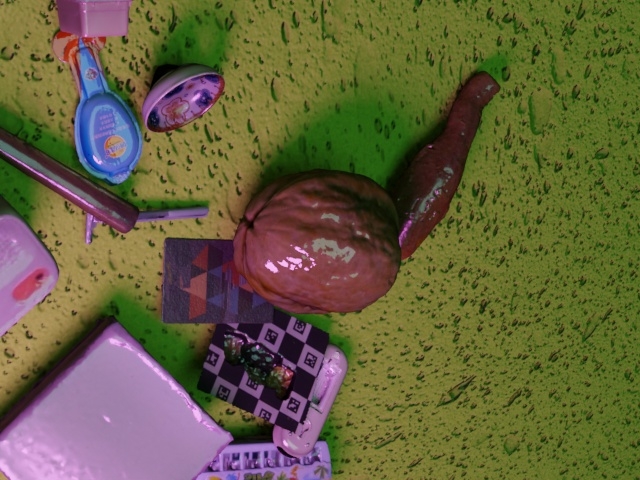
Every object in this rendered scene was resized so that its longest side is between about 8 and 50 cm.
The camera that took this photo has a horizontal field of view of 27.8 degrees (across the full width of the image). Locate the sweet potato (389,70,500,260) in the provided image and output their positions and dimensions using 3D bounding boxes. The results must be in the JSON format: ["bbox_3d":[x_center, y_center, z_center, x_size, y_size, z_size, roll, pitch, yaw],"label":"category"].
[{"bbox_3d":[0.208,-0.133,2.283,0.109,0.109,0.385,31,86,-35],"label":"sweet potato"}]

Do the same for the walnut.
[{"bbox_3d":[0.000,0.000,2.114,0.282,0.227,0.283,-12,120,-21],"label":"walnut"}]

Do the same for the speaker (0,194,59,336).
[{"bbox_3d":[-0.567,0.102,1.811,0.406,0.184,0.183,-42,122,-15],"label":"speaker"}]

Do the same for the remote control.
[{"bbox_3d":[-0.014,0.277,2.259,0.078,0.042,0.221,36,61,-20],"label":"remote control"}]

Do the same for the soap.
[{"bbox_3d":[-0.335,0.313,2.028,0.296,0.107,0.285,-44,105,-13],"label":"soap"}]

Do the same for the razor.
[{"bbox_3d":[-0.270,-0.040,2.046,0.211,0.036,0.084,-3,109,-31],"label":"razor"}]

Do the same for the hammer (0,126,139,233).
[{"bbox_3d":[-0.443,-0.134,1.875,0.440,0.044,0.168,33,76,-32],"label":"hammer"}]

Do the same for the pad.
[{"bbox_3d":[-0.166,0.069,2.147,0.211,0.003,0.143,1,91,-32],"label":"pad"}]

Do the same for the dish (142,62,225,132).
[{"bbox_3d":[-0.225,-0.240,1.991,0.141,0.078,0.141,-30,163,-10],"label":"dish"}]

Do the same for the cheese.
[{"bbox_3d":[-0.336,-0.206,1.954,0.106,0.037,0.256,-23,109,-27],"label":"cheese"}]

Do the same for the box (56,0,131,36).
[{"bbox_3d":[-0.328,-0.330,1.866,0.089,0.122,0.062,-9,109,-30],"label":"box"}]

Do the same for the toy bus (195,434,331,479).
[{"bbox_3d":[-0.138,0.408,2.230,0.329,0.109,0.136,2,94,-33],"label":"toy bus"}]

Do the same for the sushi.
[{"bbox_3d":[-0.106,0.208,2.205,0.215,0.050,0.192,28,64,-25],"label":"sushi"}]
